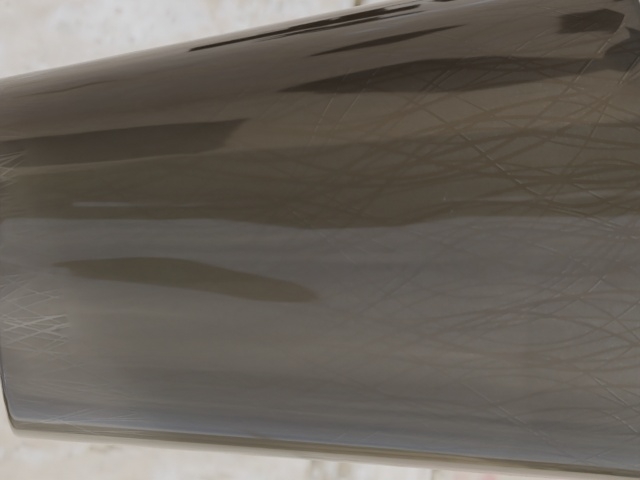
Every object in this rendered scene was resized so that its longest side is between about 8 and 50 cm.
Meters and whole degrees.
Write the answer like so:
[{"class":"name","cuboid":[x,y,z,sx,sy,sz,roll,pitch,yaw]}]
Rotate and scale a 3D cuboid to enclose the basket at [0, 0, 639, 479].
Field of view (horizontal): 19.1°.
[{"class":"basket","cuboid":[0.000,0.000,0.677,0.227,0.204,0.154,-5,153,-5]}]
